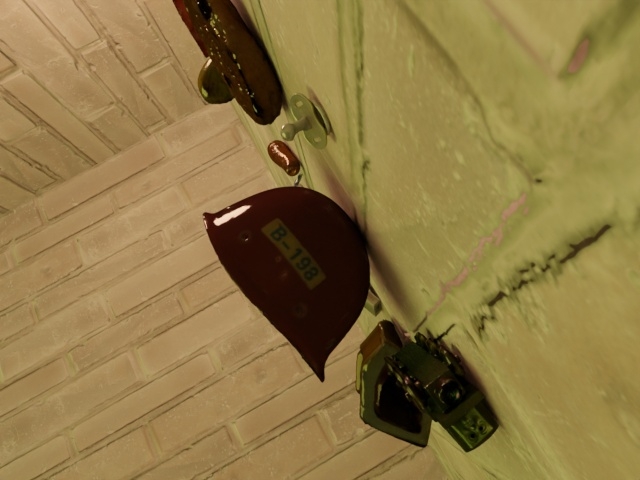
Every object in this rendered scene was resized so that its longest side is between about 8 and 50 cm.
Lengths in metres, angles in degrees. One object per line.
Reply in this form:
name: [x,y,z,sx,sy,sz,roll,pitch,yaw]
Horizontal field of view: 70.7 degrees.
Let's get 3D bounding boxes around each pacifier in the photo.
pacifier: [-0.024,-0.157,0.616,0.083,0.064,0.068,61,159,-18]

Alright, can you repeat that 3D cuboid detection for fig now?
fig: [-0.313,-0.521,1.445,0.166,0.154,0.144,114,150,-47]

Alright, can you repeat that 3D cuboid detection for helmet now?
helmet: [-0.024,0.041,0.860,0.385,0.230,0.337,51,177,8]

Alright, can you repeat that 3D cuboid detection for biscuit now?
biscuit: [-0.163,-0.360,0.869,0.296,0.075,0.296,56,172,12]

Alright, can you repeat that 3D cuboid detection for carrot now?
carrot: [-0.100,-0.227,1.234,0.186,0.060,0.060,52,171,53]

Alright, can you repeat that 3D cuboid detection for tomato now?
tomato: [-0.335,-0.615,1.221,0.225,0.085,0.225,60,180,0]

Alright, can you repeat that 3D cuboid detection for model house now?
model house: [0.174,0.317,1.107,0.239,0.173,0.268,-84,-2,-74]

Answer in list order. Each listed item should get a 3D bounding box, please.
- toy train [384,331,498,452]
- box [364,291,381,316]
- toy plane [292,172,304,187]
toy train: [0.174,0.221,0.672,0.137,0.090,0.225,54,177,-1]
box: [0.069,0.113,1.210,0.220,0.032,0.122,39,169,22]
toy plane: [-0.043,-0.041,1.289,0.107,0.182,0.273,2,-129,-41]
